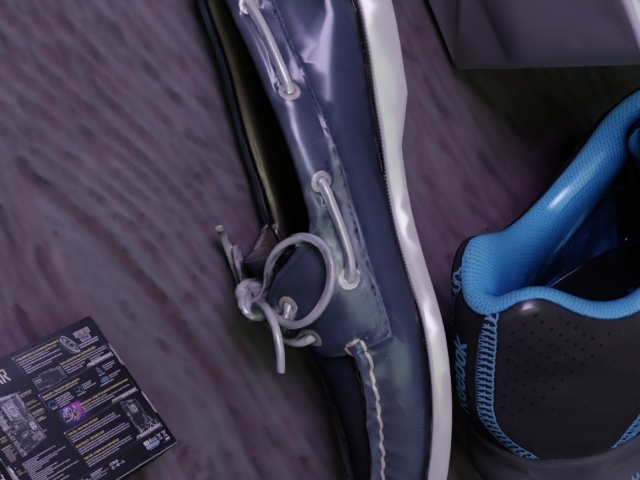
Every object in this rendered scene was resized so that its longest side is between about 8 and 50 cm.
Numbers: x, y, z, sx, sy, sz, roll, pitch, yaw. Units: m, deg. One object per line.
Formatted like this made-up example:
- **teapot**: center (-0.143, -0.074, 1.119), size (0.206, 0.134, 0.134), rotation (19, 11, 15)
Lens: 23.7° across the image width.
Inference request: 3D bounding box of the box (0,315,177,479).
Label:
- **box**: center (-0.106, 0.074, 0.615), size (0.067, 0.018, 0.083), rotation (54, 37, 6)

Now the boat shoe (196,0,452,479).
- **boat shoe**: center (0.000, 0.000, 0.640), size (0.079, 0.095, 0.254), rotation (-11, 98, -19)

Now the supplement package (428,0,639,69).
- **supplement package**: center (0.179, -0.209, 0.635), size (0.293, 0.175, 0.177), rotation (-27, 103, -14)

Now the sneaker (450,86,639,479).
- **sneaker**: center (0.197, -0.022, 0.664), size (0.341, 0.125, 0.139), rotation (-39, 138, -16)
